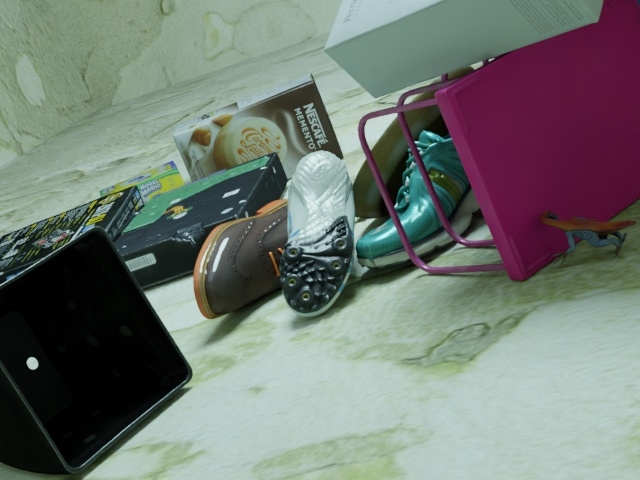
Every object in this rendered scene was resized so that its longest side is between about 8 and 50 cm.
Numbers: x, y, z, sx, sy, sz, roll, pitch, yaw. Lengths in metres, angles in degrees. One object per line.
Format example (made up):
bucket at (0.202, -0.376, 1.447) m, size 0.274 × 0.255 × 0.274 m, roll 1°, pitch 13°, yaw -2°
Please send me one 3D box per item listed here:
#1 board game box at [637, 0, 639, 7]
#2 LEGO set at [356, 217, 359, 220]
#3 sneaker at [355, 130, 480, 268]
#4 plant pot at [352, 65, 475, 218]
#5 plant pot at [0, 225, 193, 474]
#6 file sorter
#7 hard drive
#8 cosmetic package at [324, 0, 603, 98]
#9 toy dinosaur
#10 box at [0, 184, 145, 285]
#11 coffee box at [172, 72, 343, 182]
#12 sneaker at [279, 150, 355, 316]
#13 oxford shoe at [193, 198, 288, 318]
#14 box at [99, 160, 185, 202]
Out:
board game box at (0.404, -0.393, 1.488) m, size 0.356 × 0.356 × 0.356 m, roll -4°, pitch 55°, yaw 50°
LEGO set at (0.051, -0.037, 1.655) m, size 0.054 × 0.023 × 0.083 m, roll -30°, pitch 4°, yaw -35°
sneaker at (0.126, -0.068, 1.446) m, size 0.275 × 0.110 × 0.107 m, roll -45°, pitch 26°, yaw -29°
plant pot at (0.126, -0.113, 1.552) m, size 0.236 × 0.032 × 0.236 m, roll -44°, pitch -17°, yaw -17°
plant pot at (-0.280, 0.126, 1.273) m, size 0.167 × 0.188 × 0.187 m, roll -26°, pitch 9°, yaw 44°
file sorter at (0.213, -0.111, 1.336) m, size 0.290 × 0.202 × 0.182 m, roll -31°, pitch 15°, yaw -31°
hard drive at (-0.186, -0.027, 1.858) m, size 0.236 × 0.064 × 0.339 m, roll -19°, pitch 16°, yaw 13°
cosmetic package at (0.180, -0.349, 1.293) m, size 0.284 × 0.097 × 0.377 m, roll -12°, pitch 49°, yaw 43°
toy dinosaur at (0.252, -0.016, 1.193) m, size 0.082 × 0.090 × 0.047 m, roll 28°, pitch 46°, yaw 10°
box at (-0.420, 0.023, 1.991) m, size 0.257 × 0.079 × 0.322 m, roll -19°, pitch 15°, yaw 6°
coffee box at (-0.102, -0.164, 2.065) m, size 0.246 × 0.141 × 0.098 m, roll -22°, pitch 15°, yaw 3°
sneaker at (0.000, 0.000, 1.424) m, size 0.085 × 0.086 × 0.237 m, roll -1°, pitch 46°, yaw 6°
oxford shoe at (-0.057, 0.012, 1.494) m, size 0.098 × 0.097 × 0.271 m, roll -4°, pitch 23°, yaw 31°
box at (-0.350, -0.094, 2.363) m, size 0.179 × 0.043 × 0.105 m, roll -25°, pitch 15°, yaw -6°
